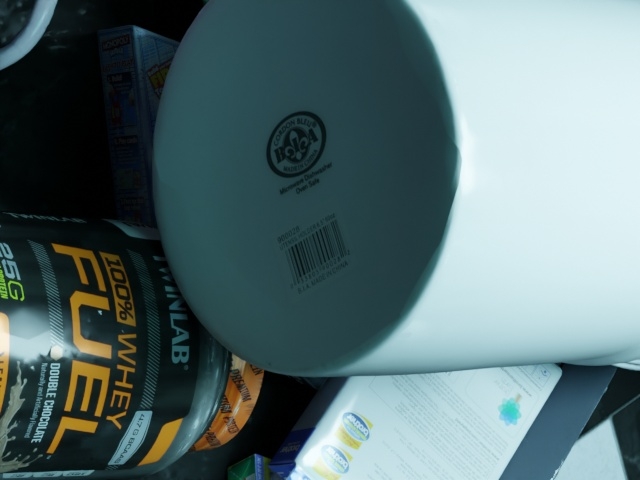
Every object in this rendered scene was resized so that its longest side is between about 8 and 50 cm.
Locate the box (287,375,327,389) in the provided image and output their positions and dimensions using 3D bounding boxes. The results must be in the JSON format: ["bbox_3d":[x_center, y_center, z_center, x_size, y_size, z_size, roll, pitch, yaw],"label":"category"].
[{"bbox_3d":[0.000,0.000,1.551,0.220,0.051,0.175,-56,136,-11],"label":"box"}]

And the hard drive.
[{"bbox_3d":[0.205,0.220,1.726,0.054,0.172,0.254,33,62,5],"label":"hard drive"}]

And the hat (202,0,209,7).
[{"bbox_3d":[0.010,-0.230,1.509,0.173,0.183,0.208,63,17,-19],"label":"hat"}]

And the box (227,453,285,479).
[{"bbox_3d":[-0.004,0.269,1.590,0.179,0.043,0.105,26,47,-40],"label":"box"}]

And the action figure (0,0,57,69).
[{"bbox_3d":[-0.177,-0.328,1.348,0.370,0.248,0.275,-47,131,-39],"label":"action figure"}]

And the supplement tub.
[{"bbox_3d":[-0.221,0.082,1.322,0.338,0.207,0.207,3,87,-41],"label":"supplement tub"}]

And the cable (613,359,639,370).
[{"bbox_3d":[0.256,0.023,1.659,0.257,0.257,0.089,1,128,-40],"label":"cable"}]

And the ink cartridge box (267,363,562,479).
[{"bbox_3d":[0.080,0.182,1.602,0.186,0.065,0.311,44,60,-17],"label":"ink cartridge box"}]

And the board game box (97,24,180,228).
[{"bbox_3d":[-0.112,-0.106,1.518,0.194,0.060,0.194,-27,107,-38],"label":"board game box"}]

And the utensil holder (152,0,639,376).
[{"bbox_3d":[0.108,-0.057,1.354,0.385,0.327,0.327,1,89,-47],"label":"utensil holder"}]
